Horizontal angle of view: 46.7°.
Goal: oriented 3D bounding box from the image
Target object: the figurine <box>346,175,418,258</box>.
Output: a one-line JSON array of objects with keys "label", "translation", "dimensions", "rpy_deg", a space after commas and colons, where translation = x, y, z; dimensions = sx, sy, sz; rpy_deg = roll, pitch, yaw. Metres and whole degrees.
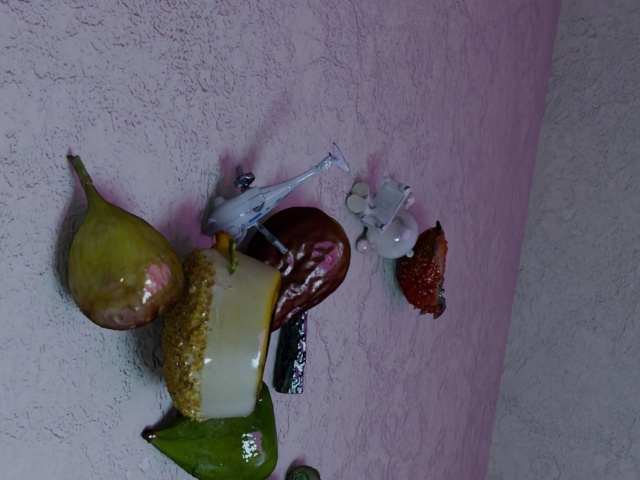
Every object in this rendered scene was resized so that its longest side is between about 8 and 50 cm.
[{"label": "figurine", "translation": [0.173, -0.045, 1.814], "dimensions": [0.256, 0.145, 0.181], "rpy_deg": [48, 54, -57]}]

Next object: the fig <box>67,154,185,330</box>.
[{"label": "fig", "translation": [-0.296, -0.003, 1.051], "dimensions": [0.159, 0.159, 0.257], "rpy_deg": [-36, 107, -51]}]

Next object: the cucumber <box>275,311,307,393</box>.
[{"label": "cucumber", "translation": [-0.061, 0.214, 1.568], "dimensions": [0.078, 0.062, 0.211], "rpy_deg": [-175, -93, -86]}]

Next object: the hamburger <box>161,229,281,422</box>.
[{"label": "hamburger", "translation": [-0.167, 0.146, 1.196], "dimensions": [0.276, 0.179, 0.294], "rpy_deg": [104, -5, -53]}]

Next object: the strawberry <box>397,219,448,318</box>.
[{"label": "strawberry", "translation": [0.271, 0.057, 1.995], "dimensions": [0.306, 0.138, 0.233], "rpy_deg": [70, 26, -54]}]

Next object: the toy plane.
[{"label": "toy plane", "translation": [-0.078, -0.074, 1.306], "dimensions": [0.107, 0.273, 0.182], "rpy_deg": [52, 25, -74]}]

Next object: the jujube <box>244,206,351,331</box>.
[{"label": "jujube", "translation": [-0.061, 0.056, 1.403], "dimensions": [0.255, 0.190, 0.190], "rpy_deg": [-52, 141, -21]}]

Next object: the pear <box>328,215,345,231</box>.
[{"label": "pear", "translation": [0.000, 0.000, 1.562], "dimensions": [0.131, 0.107, 0.107], "rpy_deg": [44, 60, -47]}]

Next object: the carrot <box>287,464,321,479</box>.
[{"label": "carrot", "translation": [-0.012, 0.614, 1.753], "dimensions": [0.078, 0.078, 0.298], "rpy_deg": [-61, 150, -31]}]

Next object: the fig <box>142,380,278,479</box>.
[{"label": "fig", "translation": [-0.196, 0.345, 1.307], "dimensions": [0.235, 0.203, 0.203], "rpy_deg": [-4, 104, -19]}]
